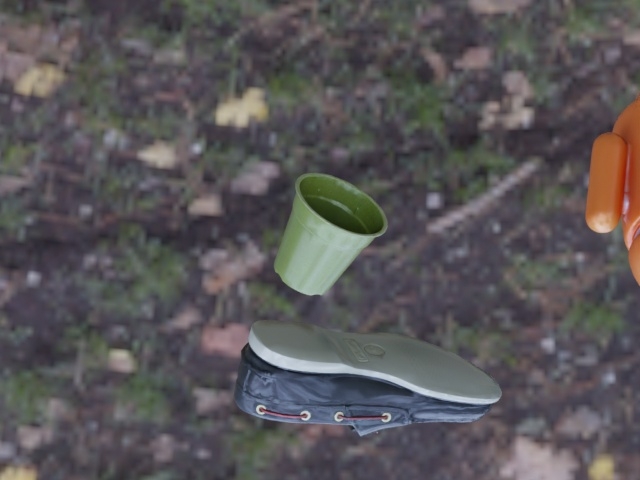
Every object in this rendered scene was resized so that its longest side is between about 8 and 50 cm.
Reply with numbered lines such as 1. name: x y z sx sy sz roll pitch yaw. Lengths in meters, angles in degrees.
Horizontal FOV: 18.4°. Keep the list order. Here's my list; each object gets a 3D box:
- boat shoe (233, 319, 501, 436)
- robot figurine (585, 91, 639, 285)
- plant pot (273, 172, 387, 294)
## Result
1. boat shoe: 0.023 0.070 0.947 0.133 0.049 0.042 9 115 -21
2. robot figurine: 0.295 -0.036 1.546 0.128 0.219 0.158 -26 143 33
3. plant pot: 0.000 0.000 1.615 0.083 0.083 0.079 18 120 -22
